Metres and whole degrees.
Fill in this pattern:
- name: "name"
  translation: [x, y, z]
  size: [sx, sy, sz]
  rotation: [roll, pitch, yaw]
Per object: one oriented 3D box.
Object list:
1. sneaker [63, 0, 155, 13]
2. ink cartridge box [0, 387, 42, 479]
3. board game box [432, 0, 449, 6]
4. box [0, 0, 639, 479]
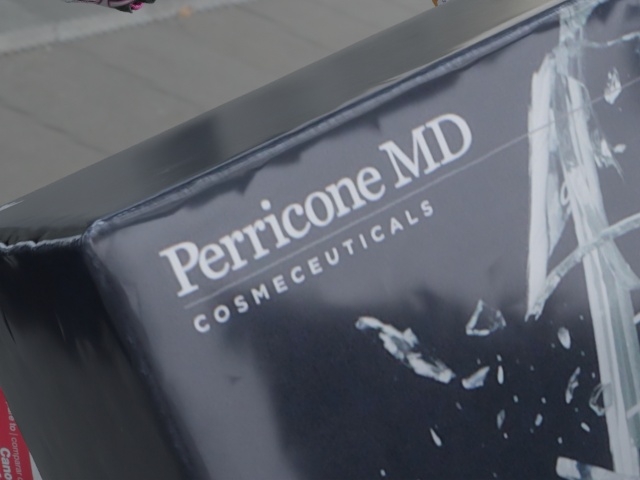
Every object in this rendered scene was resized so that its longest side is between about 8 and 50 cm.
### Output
- name: "sneaker"
  translation: [-0.238, -0.284, 1.760]
  size: [0.077, 0.072, 0.178]
  rotation: [34, -9, -30]
- name: "ink cartridge box"
  translation: [-0.095, 0.110, 1.191]
  size: [0.306, 0.131, 0.226]
  rotation: [8, 22, 20]
- name: "board game box"
  translation: [0.393, -0.212, 1.397]
  size: [0.356, 0.356, 0.356]
  rotation: [-19, 72, -33]
- name: "box"
  translation: [0.119, 0.111, 0.876]
  size: [0.480, 0.472, 0.297]
  rotation: [-28, 11, -24]
